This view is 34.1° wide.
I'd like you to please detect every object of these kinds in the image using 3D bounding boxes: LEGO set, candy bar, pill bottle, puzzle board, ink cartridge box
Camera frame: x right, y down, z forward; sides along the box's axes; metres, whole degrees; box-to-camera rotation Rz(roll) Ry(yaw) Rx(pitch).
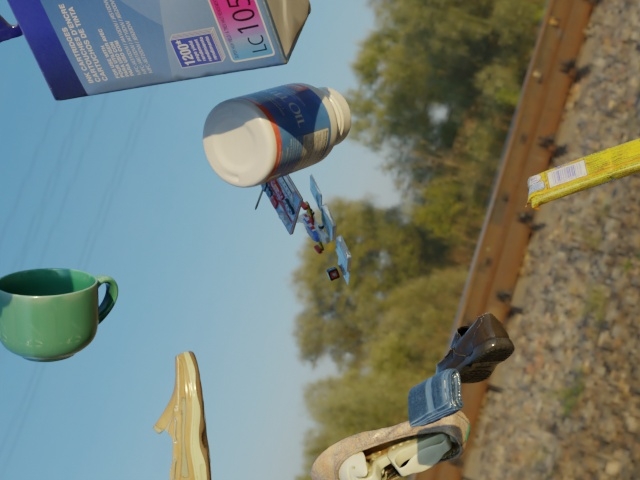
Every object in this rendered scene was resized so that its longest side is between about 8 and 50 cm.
[{"bbox_3d":[0.000,0.000,2.006,0.244,0.060,0.183,91,155,-72],"label":"LEGO set"},{"bbox_3d":[0.258,-0.066,0.937,0.018,0.161,0.040,48,-148,-41],"label":"candy bar"},{"bbox_3d":[-0.053,-0.157,1.479,0.221,0.124,0.124,-27,-42,-53],"label":"pill bottle"},{"bbox_3d":[-0.070,-0.085,1.741,0.128,0.011,0.096,59,152,27],"label":"puzzle board"},{"bbox_3d":[-0.242,-0.334,1.291,0.151,0.395,0.270,-67,-35,-48],"label":"ink cartridge box"}]

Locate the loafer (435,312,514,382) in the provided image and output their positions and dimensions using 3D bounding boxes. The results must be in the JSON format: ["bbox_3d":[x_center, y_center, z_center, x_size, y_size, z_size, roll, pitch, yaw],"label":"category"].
[{"bbox_3d":[0.250,0.179,1.709,0.220,0.080,0.078,129,138,-58],"label":"loafer"}]

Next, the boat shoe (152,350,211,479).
[{"bbox_3d":[-0.191,0.246,1.410,0.068,0.072,0.190,114,150,-80],"label":"boat shoe"}]

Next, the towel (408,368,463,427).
[{"bbox_3d":[0.169,0.235,1.557,0.119,0.029,0.067,138,135,-55],"label":"towel"}]

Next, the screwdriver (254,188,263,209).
[{"bbox_3d":[-0.097,-0.134,1.961,0.024,0.025,0.170,65,-133,-67],"label":"screwdriver"}]

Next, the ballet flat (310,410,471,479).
[{"bbox_3d":[0.120,0.390,1.871,0.108,0.316,0.106,57,-165,-22],"label":"ballet flat"}]

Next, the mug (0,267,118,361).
[{"bbox_3d":[-0.340,0.099,1.356,0.129,0.157,0.098,-132,43,-71],"label":"mug"}]
